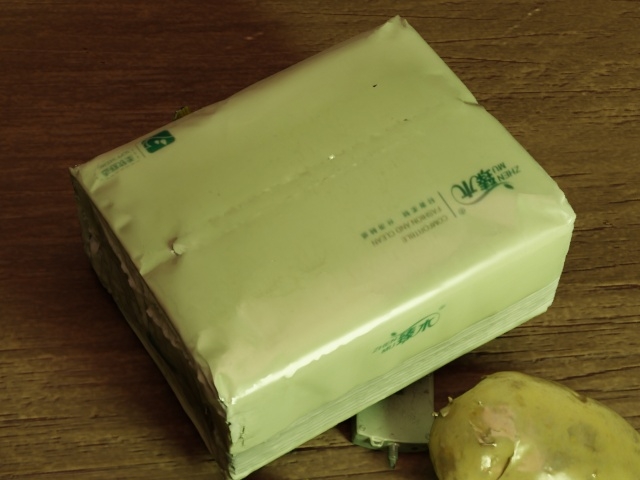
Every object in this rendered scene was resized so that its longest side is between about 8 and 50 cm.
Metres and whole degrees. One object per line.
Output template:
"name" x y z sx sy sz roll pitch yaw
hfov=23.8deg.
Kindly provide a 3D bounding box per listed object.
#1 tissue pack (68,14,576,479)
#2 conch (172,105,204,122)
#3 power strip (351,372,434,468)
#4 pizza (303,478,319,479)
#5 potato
"tissue pack" 0.000 0.000 1.413 0.380 0.207 0.297 -29 63 -19
"conch" -0.114 -0.107 1.558 0.089 0.074 0.121 8 31 -35
"power strip" 0.070 0.121 1.487 0.080 0.029 0.227 9 56 -10
"pizza" -0.042 0.360 1.283 0.258 0.087 0.268 -26 70 -23
"potato" 0.210 0.203 1.421 0.235 0.128 0.161 -1 75 -20
